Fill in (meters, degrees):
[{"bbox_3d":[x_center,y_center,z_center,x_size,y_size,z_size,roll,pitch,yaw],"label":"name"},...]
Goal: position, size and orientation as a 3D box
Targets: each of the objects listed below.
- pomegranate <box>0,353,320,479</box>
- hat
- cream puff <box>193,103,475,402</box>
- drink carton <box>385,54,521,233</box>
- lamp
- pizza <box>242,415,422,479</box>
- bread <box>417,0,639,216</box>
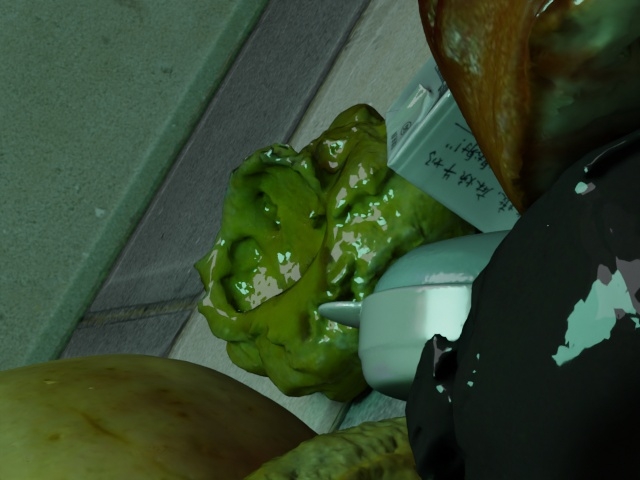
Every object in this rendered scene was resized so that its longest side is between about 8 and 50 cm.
[{"bbox_3d":[-0.138,0.259,0.890,0.411,0.411,0.411,-51,17,21],"label":"pomegranate"},{"bbox_3d":[0.211,0.063,0.572,0.336,0.238,0.209,-21,48,-3],"label":"hat"},{"bbox_3d":[0.001,0.000,1.357,0.282,0.185,0.282,-51,13,16],"label":"cream puff"},{"bbox_3d":[0.162,-0.116,1.183,0.222,0.134,0.102,-51,19,23],"label":"drink carton"},{"bbox_3d":[0.126,0.047,0.897,0.246,0.179,0.108,0,82,51],"label":"lamp"},{"bbox_3d":[0.049,0.155,0.766,0.087,0.258,0.268,-53,15,35],"label":"pizza"},{"bbox_3d":[0.196,-0.107,0.627,0.295,0.327,0.114,-53,51,41],"label":"bread"}]
